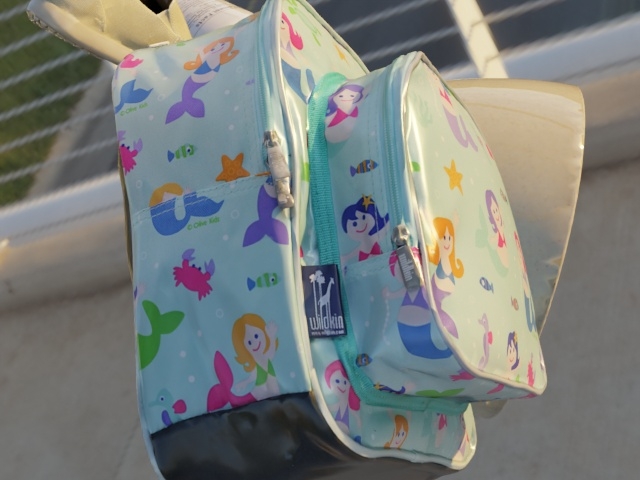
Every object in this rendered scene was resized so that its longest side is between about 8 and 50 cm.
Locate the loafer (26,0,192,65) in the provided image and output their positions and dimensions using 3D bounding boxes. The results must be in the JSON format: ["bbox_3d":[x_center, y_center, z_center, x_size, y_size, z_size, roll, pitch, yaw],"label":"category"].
[{"bbox_3d":[-0.169,-0.209,1.119,0.102,0.268,0.092,35,100,36],"label":"loafer"}]

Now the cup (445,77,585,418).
[{"bbox_3d":[0.088,-0.017,1.061,0.237,0.331,0.331,14,47,-1],"label":"cup"}]

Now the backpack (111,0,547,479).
[{"bbox_3d":[0.000,0.000,0.576,0.191,0.225,0.253,-24,68,18],"label":"backpack"}]

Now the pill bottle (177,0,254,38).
[{"bbox_3d":[-0.121,-0.217,1.311,0.229,0.131,0.131,30,70,35],"label":"pill bottle"}]
